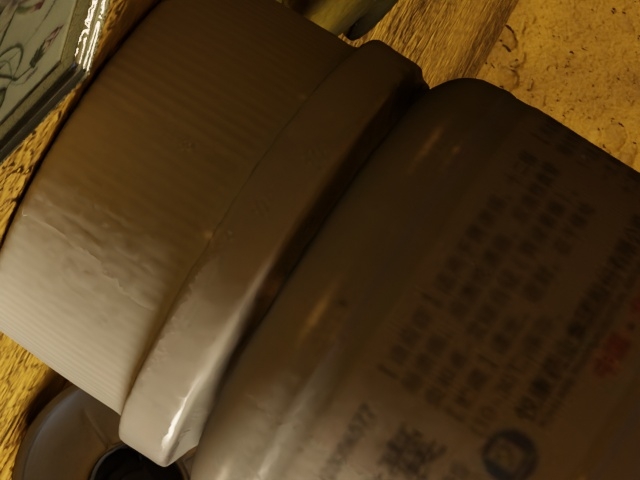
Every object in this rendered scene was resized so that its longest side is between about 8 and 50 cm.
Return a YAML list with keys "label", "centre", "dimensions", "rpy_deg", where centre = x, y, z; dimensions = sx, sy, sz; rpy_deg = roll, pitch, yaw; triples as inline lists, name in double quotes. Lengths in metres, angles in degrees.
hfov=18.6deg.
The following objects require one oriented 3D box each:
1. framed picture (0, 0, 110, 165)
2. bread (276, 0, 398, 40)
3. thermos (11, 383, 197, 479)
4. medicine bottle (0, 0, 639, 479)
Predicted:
- label: "framed picture"
  centre: [-0.123, -0.048, 0.645]
  dimensions: [0.231, 0.010, 0.173]
  rpy_deg: [-53, 173, -39]
- label: "bread"
  centre: [0.018, -0.159, 1.065]
  dimensions: [0.149, 0.065, 0.188]
  rpy_deg: [-46, 175, -11]
- label: "thermos"
  centre: [-0.130, 0.185, 1.236]
  dimensions: [0.176, 0.146, 0.265]
  rpy_deg: [-63, -178, -18]
- label: "medicine bottle"
  centre: [0.027, 0.037, 0.906]
  dimensions: [0.245, 0.306, 0.245]
  rpy_deg: [-56, 174, -10]
